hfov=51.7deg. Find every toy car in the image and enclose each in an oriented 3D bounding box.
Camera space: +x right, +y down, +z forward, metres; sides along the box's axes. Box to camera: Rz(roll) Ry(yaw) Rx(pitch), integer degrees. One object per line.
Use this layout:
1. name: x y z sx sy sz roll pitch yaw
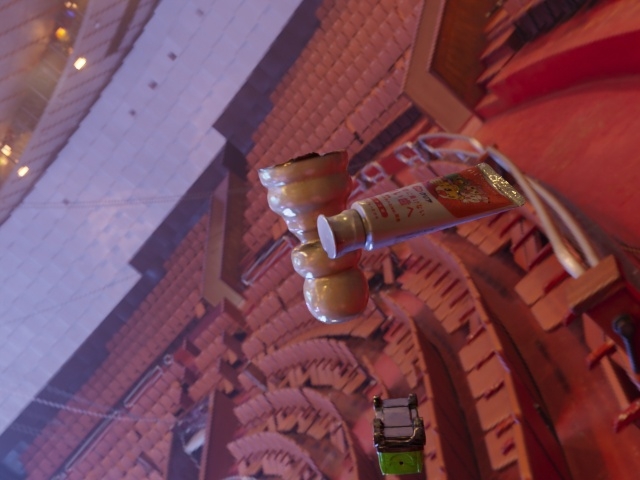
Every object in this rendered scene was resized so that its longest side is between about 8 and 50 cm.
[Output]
1. toy car: 0.111 0.272 0.943 0.071 0.062 0.165 -4 9 4

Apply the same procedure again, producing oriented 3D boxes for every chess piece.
1. chess piece: 0.000 0.000 0.999 0.143 0.260 0.143 -13 6 1

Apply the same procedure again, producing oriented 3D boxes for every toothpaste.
1. toothpaste: 0.113 -0.035 0.758 0.234 0.089 0.057 -16 -46 -16
